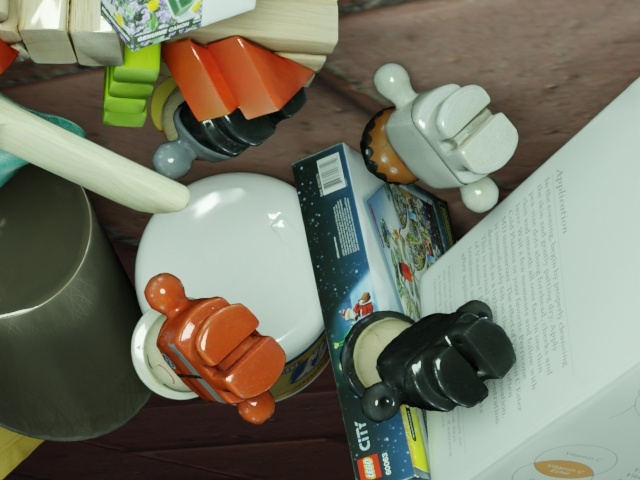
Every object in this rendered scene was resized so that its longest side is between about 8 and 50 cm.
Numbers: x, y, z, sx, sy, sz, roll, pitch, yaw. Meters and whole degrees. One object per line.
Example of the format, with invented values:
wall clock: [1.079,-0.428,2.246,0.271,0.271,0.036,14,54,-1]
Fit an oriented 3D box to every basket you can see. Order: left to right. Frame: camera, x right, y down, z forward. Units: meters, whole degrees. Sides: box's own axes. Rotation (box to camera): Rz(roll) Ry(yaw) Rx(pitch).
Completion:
basket: [-0.213,0.032,1.197,0.204,0.154,0.227,32,162,9]

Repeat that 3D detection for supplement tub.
supplement tub: [-0.055,0.043,1.242,0.144,0.144,0.200,0,165,1]

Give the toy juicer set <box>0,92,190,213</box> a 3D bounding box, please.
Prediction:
toy juicer set: [-0.245,-0.083,0.923,0.329,0.089,0.209,-2,154,40]

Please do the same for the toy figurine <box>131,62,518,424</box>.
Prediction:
toy figurine: [0.000,0.000,0.967,0.213,0.210,0.148,2,176,-20]

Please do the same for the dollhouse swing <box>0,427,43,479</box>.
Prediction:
dollhouse swing: [-0.514,0.137,1.768,0.346,0.305,0.315,-12,-158,37]

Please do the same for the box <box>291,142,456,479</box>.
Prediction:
box: [0.058,0.065,1.147,0.044,0.233,0.159,-22,156,24]

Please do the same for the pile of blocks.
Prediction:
pile of blocks: [-0.148,-0.106,0.762,0.362,0.113,0.149,11,161,-34]

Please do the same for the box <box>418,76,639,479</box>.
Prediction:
box: [0.235,0.036,0.985,0.215,0.168,0.345,13,147,-24]

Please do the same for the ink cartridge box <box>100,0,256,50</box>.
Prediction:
ink cartridge box: [-0.055,-0.135,0.678,0.063,0.029,0.115,-23,146,-25]

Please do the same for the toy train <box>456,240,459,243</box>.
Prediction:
toy train: [0.087,0.041,1.364,0.105,0.080,0.184,16,159,-29]
